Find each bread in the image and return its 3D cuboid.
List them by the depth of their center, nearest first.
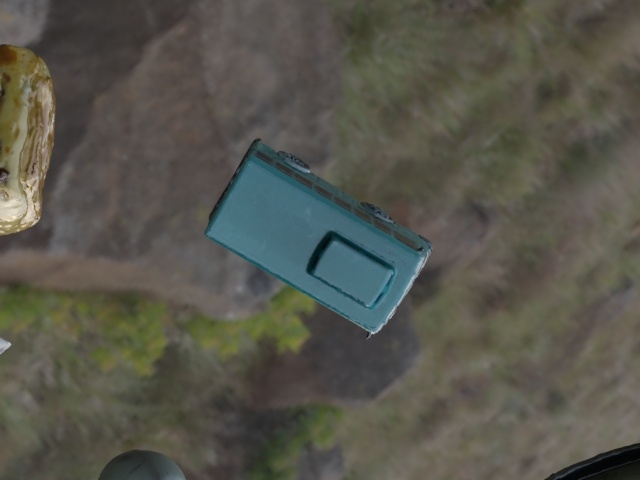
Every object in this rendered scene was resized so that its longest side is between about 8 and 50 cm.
[{"bbox_3d":[-0.393,-0.119,2.072,0.099,0.211,0.235,6,160,-11],"label":"bread"}]

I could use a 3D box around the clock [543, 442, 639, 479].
[{"bbox_3d":[0.252,0.196,1.261,0.184,0.040,0.184,-16,-176,1],"label":"clock"}]

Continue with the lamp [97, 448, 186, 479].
[{"bbox_3d":[-0.204,0.290,1.839,0.105,0.105,0.105,-36,161,-14],"label":"lamp"}]

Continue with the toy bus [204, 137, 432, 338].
[{"bbox_3d":[0.000,0.000,1.192,0.079,0.160,0.092,-58,-175,12],"label":"toy bus"}]

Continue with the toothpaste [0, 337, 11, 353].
[{"bbox_3d":[-0.371,0.093,1.550,0.100,0.066,0.323,-32,166,-8],"label":"toothpaste"}]
